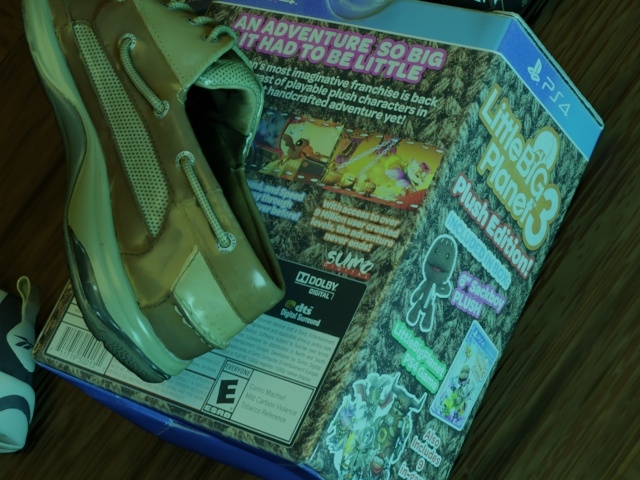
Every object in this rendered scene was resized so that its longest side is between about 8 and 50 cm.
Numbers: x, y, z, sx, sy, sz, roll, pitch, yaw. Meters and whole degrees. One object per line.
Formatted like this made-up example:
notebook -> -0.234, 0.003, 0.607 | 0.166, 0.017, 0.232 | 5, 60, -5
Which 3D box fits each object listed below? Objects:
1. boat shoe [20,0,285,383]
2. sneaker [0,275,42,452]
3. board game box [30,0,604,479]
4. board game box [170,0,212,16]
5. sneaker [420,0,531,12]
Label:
boat shoe -> -0.089, -0.075, 1.060 | 0.119, 0.122, 0.324 | -22, 63, 15
sneaker -> -0.300, 0.068, 1.310 | 0.235, 0.094, 0.153 | -3, 62, 32
board game box -> 0.000, 0.000, 1.120 | 0.232, 0.141, 0.291 | 16, 74, 38
board game box -> -0.047, -0.254, 1.363 | 0.136, 0.035, 0.201 | -4, 63, 31
sneaker -> 0.057, -0.209, 1.236 | 0.130, 0.087, 0.227 | -46, 55, -6
